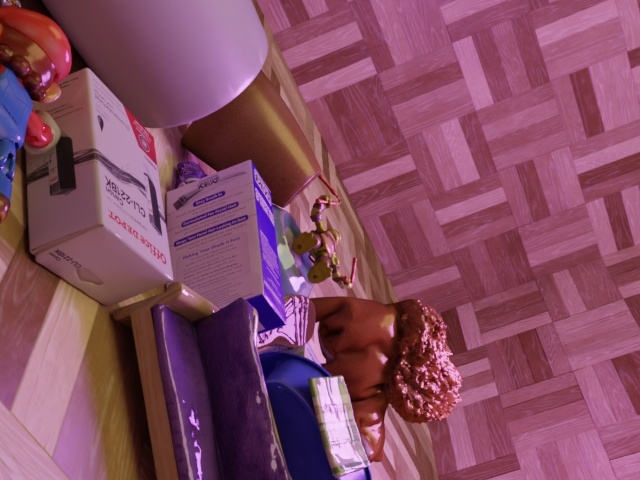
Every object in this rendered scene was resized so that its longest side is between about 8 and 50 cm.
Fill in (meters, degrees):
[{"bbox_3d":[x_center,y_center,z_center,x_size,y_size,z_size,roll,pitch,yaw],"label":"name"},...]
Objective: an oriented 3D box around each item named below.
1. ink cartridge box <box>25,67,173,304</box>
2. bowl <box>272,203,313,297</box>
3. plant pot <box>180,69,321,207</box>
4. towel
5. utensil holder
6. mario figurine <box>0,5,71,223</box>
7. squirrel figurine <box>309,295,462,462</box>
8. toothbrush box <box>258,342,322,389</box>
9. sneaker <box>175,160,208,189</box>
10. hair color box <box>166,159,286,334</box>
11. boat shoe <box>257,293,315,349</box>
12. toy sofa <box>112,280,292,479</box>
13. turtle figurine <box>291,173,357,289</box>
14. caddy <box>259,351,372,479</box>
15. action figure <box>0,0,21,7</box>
[{"bbox_3d":[-0.317,-0.073,1.201,0.197,0.114,0.273,52,21,-58],"label":"ink cartridge box"},{"bbox_3d":[-0.119,0.045,1.822,0.311,0.163,0.312,-20,90,-78],"label":"bowl"},{"bbox_3d":[-0.128,-0.198,1.808,0.254,0.237,0.237,46,12,-1],"label":"plant pot"},{"bbox_3d":[0.030,0.283,1.294,0.113,0.023,0.152,16,56,-64],"label":"towel"},{"bbox_3d":[-0.300,-0.428,1.413,0.328,0.327,0.386,-99,167,-44],"label":"utensil holder"},{"bbox_3d":[-0.409,-0.152,1.006,0.198,0.170,0.321,111,-12,-47],"label":"mario figurine"},{"bbox_3d":[0.135,0.337,1.973,0.281,0.396,0.371,67,19,-68],"label":"squirrel figurine"},{"bbox_3d":[-0.046,0.366,1.709,0.283,0.122,0.206,-91,158,-63],"label":"toothbrush box"},{"bbox_3d":[-0.271,-0.125,1.701,0.071,0.068,0.170,53,5,-7],"label":"sneaker"},{"bbox_3d":[-0.176,0.026,1.521,0.110,0.185,0.339,58,17,-46],"label":"hair color box"},{"bbox_3d":[-0.109,0.163,1.668,0.302,0.098,0.109,-3,93,-61],"label":"boat shoe"},{"bbox_3d":[-0.165,0.247,1.208,0.150,0.177,0.363,46,27,-65],"label":"toy sofa"},{"bbox_3d":[0.000,0.000,1.824,0.217,0.087,0.270,-42,120,-70],"label":"turtle figurine"},{"bbox_3d":[-0.057,0.354,1.373,0.179,0.241,0.342,-11,81,-74],"label":"caddy"},{"bbox_3d":[-0.461,-0.357,1.176,0.137,0.063,0.232,-104,171,-45],"label":"action figure"}]
